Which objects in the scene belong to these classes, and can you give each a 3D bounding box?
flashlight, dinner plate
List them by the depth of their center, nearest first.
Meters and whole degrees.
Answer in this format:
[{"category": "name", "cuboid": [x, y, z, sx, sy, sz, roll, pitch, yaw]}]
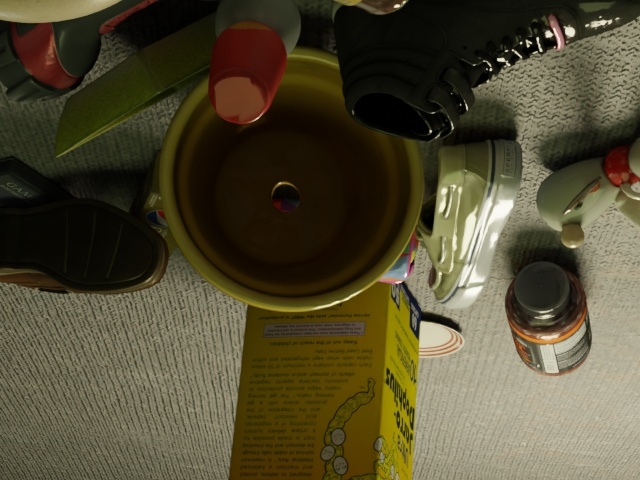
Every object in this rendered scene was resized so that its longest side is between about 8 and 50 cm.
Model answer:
[{"category": "flashlight", "cuboid": [-0.179, -0.217, 1.371, 0.304, 0.103, 0.103, -19, 112, 35]}, {"category": "dinner plate", "cuboid": [0.138, 0.138, 2.176, 0.141, 0.017, 0.141, 3, 156, 1]}]

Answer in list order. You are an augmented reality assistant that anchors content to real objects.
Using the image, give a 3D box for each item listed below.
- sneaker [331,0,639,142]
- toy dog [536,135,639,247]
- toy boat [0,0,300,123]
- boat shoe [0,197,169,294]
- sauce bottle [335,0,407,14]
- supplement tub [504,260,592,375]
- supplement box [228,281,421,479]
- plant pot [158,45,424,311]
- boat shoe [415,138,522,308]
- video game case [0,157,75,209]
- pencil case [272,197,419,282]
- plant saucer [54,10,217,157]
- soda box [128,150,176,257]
[{"category": "sneaker", "cuboid": [0.151, -0.163, 1.360, 0.295, 0.147, 0.104, -4, 152, 15]}, {"category": "toy dog", "cuboid": [0.363, -0.047, 1.557, 0.220, 0.161, 0.334, 10, 155, -10]}, {"category": "toy boat", "cuboid": [-0.136, -0.223, 1.083, 0.267, 0.148, 0.318, -32, 117, 27]}, {"category": "boat shoe", "cuboid": [-0.302, 0.010, 1.821, 0.307, 0.111, 0.104, 8, 170, 27]}, {"category": "sauce bottle", "cuboid": [-0.077, -0.284, 1.185, 0.344, 0.111, 0.111, 20, 152, -24]}, {"category": "supplement tub", "cuboid": [0.295, 0.097, 1.953, 0.106, 0.106, 0.198, -1, 154, 13]}, {"category": "supplement box", "cuboid": [0.012, 0.217, 1.964, 0.195, 0.357, 0.194, -2, 155, 16]}, {"category": "plant pot", "cuboid": [-0.034, -0.053, 1.532, 0.254, 0.254, 0.239, 6, 177, -3]}, {"category": "boat shoe", "cuboid": [0.157, -0.024, 1.730, 0.094, 0.109, 0.302, 9, 145, -2]}, {"category": "video game case", "cuboid": [-0.429, -0.030, 1.906, 0.274, 0.026, 0.196, -11, 151, 29]}, {"category": "pencil case", "cuboid": [0.000, 0.000, 1.802, 0.236, 0.104, 0.104, 2, 155, 7]}, {"category": "plant saucer", "cuboid": [-0.155, -0.162, 1.444, 0.188, 0.188, 0.045, -24, 98, 46]}, {"category": "soda box", "cuboid": [-0.188, -0.039, 1.800, 0.061, 0.058, 0.181, 12, 155, -14]}]
